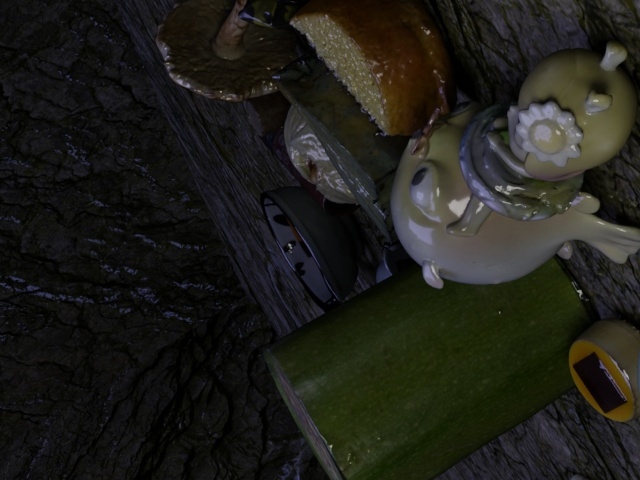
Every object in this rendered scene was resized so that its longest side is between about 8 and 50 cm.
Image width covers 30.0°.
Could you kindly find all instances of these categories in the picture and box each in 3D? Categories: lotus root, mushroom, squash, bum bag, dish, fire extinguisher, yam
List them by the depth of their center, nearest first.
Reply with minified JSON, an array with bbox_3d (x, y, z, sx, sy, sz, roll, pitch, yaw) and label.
[{"bbox_3d":[0.147,0.160,1.575,0.263,0.384,0.263,57,169,18],"label":"squash"},{"bbox_3d":[-0.048,-0.336,1.633,0.232,0.106,0.060,-82,-3,-57],"label":"bum bag"},{"bbox_3d":[0.063,-0.163,1.678,0.260,0.149,0.267,52,176,19],"label":"lotus root"},{"bbox_3d":[-0.113,-0.364,1.914,0.233,0.302,0.208,53,-150,13],"label":"mushroom"},{"bbox_3d":[-0.064,-0.238,2.043,0.084,0.127,0.084,53,163,23],"label":"yam"},{"bbox_3d":[-0.034,-0.194,2.131,0.344,0.102,0.138,50,133,38],"label":"fire extinguisher"},{"bbox_3d":[0.000,0.000,2.382,0.303,0.120,0.303,54,167,18],"label":"dish"}]

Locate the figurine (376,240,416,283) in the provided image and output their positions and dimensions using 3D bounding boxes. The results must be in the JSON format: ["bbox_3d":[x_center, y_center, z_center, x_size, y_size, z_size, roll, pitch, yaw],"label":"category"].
[{"bbox_3d":[0.151,0.080,1.989,0.147,0.126,0.192,65,-174,-73],"label":"figurine"}]

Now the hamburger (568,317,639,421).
[{"bbox_3d":[0.359,0.154,1.426,0.126,0.081,0.141,50,154,26],"label":"hamburger"}]

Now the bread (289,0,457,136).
[{"bbox_3d":[0.072,-0.251,1.462,0.260,0.129,0.134,51,159,25],"label":"bread"}]

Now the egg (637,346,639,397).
[{"bbox_3d":[0.393,0.154,1.041,0.264,0.183,0.183,50,167,6],"label":"egg"}]

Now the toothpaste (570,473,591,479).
[{"bbox_3d":[0.458,0.422,1.814,0.218,0.033,0.052,37,160,53],"label":"toothpaste"}]

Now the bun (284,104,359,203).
[{"bbox_3d":[0.026,-0.141,1.895,0.220,0.134,0.220,51,162,23],"label":"bun"}]

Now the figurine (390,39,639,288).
[{"bbox_3d":[0.234,-0.074,1.239,0.274,0.227,0.394,27,154,-1],"label":"figurine"}]
